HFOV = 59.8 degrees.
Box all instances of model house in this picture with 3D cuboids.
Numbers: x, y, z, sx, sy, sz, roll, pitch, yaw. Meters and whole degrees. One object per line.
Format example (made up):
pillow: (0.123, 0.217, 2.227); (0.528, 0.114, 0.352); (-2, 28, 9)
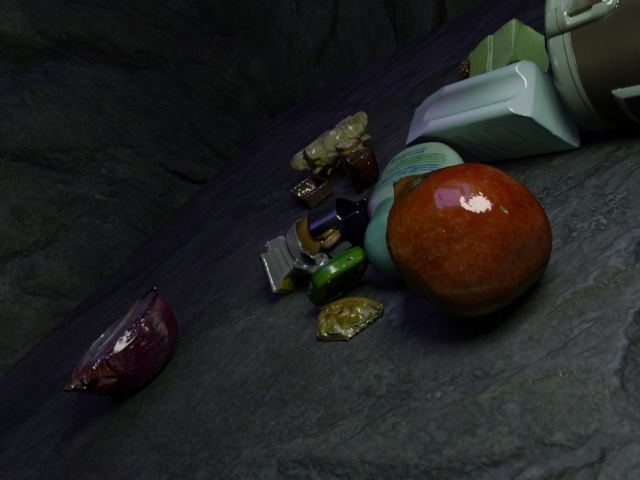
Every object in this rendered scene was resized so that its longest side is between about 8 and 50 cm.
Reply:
model house: (0.500, -0.429, 1.488); (0.214, 0.195, 0.189); (-28, 41, 59)

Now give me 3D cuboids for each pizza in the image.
pizza: (0.044, 0.144, 1.053); (0.160, 0.035, 0.099); (-11, 31, 47)

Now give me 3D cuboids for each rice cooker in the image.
rice cooker: (0.573, -0.364, 0.973); (0.325, 0.335, 0.335); (-5, 35, 51)

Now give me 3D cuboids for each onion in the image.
onion: (-0.463, 0.290, 1.328); (0.267, 0.159, 0.348); (-38, 16, 26)

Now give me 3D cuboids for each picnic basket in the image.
picnic basket: (-0.029, -0.157, 1.796); (0.110, 0.055, 0.193); (-38, 21, -6)

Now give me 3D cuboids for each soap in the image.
soap: (0.354, -0.257, 1.205); (0.347, 0.208, 0.115); (0, 72, 56)

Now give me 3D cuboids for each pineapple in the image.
pineapple: (0.525, -0.569, 1.796); (0.083, 0.103, 0.221); (-42, 21, -20)

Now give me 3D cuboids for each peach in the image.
peach: (0.208, -0.013, 0.840); (0.232, 0.232, 0.256); (-36, 63, -4)

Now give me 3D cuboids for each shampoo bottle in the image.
shampoo bottle: (0.186, -0.059, 1.123); (0.222, 0.151, 0.349); (-17, 26, 29)

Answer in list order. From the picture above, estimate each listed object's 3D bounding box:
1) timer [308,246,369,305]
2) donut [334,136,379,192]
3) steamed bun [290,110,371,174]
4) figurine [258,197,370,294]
timer: (0.035, 0.071, 1.105); (0.128, 0.047, 0.140); (-27, -23, -24)
donut: (0.112, -0.224, 1.623); (0.085, 0.141, 0.217); (-25, 29, 0)
steamed bun: (0.042, -0.306, 1.892); (0.292, 0.137, 0.295); (-26, 16, 32)
figurine: (-0.002, 0.000, 1.294); (0.308, 0.143, 0.308); (-31, 38, 28)
